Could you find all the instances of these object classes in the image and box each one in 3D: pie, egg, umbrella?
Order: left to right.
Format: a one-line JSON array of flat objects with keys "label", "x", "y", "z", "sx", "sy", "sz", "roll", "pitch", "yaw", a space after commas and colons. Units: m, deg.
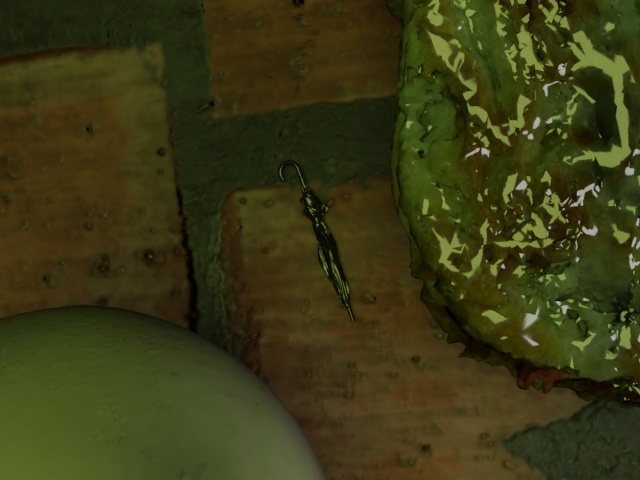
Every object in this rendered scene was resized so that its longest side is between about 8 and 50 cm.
[{"label": "egg", "x": -0.134, "y": 0.179, "z": 0.749, "sx": 0.283, "sy": 0.345, "sz": 0.283, "roll": 4, "pitch": 82, "yaw": -31}, {"label": "umbrella", "x": 0.003, "y": -0.001, "z": 0.894, "sx": 0.022, "sy": 0.013, "sz": 0.122, "roll": -26, "pitch": 87, "yaw": 17}, {"label": "pie", "x": 0.243, "y": -0.089, "z": 0.794, "sx": 0.418, "sy": 0.180, "sz": 0.395, "roll": -8, "pitch": 87, "yaw": -1}]
